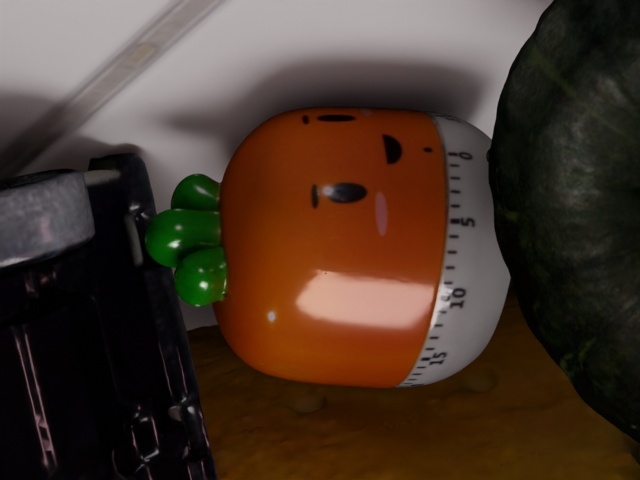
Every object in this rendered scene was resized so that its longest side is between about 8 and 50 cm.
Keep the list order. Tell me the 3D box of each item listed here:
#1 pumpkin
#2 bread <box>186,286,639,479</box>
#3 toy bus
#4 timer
[{"bbox_3d":[0.127,-0.013,0.542,0.167,0.167,0.125,-25,-171,47],"label":"pumpkin"},{"bbox_3d":[0.018,0.161,0.818,0.394,0.250,0.361,-4,-156,7],"label":"bread"},{"bbox_3d":[-0.190,0.074,0.624,0.179,0.143,0.305,-6,-170,33],"label":"toy bus"},{"bbox_3d":[0.000,0.000,0.672,0.136,0.099,0.136,4,150,2],"label":"timer"}]
